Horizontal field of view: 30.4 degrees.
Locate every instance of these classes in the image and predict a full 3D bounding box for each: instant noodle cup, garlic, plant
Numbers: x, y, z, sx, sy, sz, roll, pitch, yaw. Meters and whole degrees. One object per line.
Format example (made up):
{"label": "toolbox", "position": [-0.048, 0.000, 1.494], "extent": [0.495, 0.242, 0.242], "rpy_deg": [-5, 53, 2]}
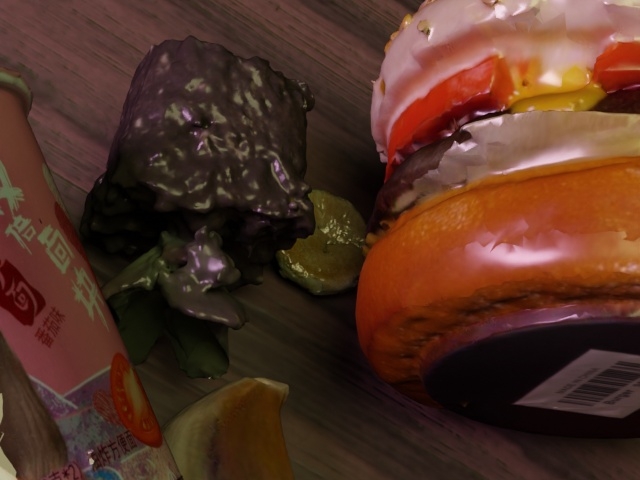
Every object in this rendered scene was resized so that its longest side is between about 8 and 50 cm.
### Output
{"label": "instant noodle cup", "position": [-0.206, 0.067, 0.599], "extent": [0.243, 0.243, 0.231], "rpy_deg": [-27, 85, -32]}
{"label": "garlic", "position": [-0.035, 0.182, 0.706], "extent": [0.128, 0.090, 0.198], "rpy_deg": [-14, 67, -42]}
{"label": "plant", "position": [-0.077, -0.020, 0.750], "extent": [0.131, 0.142, 0.203], "rpy_deg": [23, 70, -22]}

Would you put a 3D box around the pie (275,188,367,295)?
{"label": "pie", "position": [0.000, 0.000, 0.847], "extent": [0.084, 0.020, 0.084], "rpy_deg": [12, 60, -21]}

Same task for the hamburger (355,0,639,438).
{"label": "hamburger", "position": [0.181, -0.019, 0.761], "extent": [0.329, 0.330, 0.250], "rpy_deg": [12, 65, -19]}
